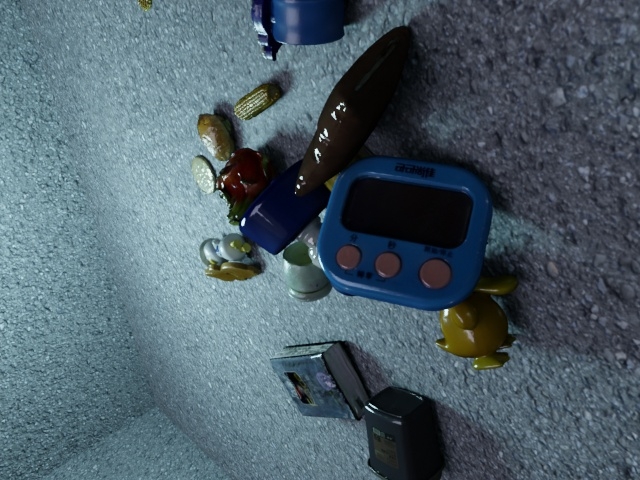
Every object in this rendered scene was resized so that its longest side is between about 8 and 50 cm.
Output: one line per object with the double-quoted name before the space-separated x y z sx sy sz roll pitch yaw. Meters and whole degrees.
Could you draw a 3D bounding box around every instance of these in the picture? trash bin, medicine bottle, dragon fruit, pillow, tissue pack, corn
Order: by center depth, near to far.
"pillow" 0.067 -0.263 1.224 0.108 0.308 0.305 33 142 1
"corn" -0.184 -0.392 1.653 0.207 0.068 0.068 -11 104 56
"trash bin" 0.241 0.595 1.707 0.209 0.182 0.290 10 116 50
"dragon fruit" -0.233 -0.157 1.724 0.200 0.269 0.198 -1 143 47
"medicine bottle" -0.037 0.091 1.734 0.147 0.147 0.143 27 136 40
"tissue pack" -0.003 0.478 1.989 0.361 0.122 0.259 -19 101 54

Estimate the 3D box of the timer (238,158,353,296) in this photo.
"timer" 0.000 0.000 1.566 0.383 0.270 0.270 45 145 1

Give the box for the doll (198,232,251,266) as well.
"doll" -0.357 0.037 2.141 0.138 0.119 0.293 29 158 -31

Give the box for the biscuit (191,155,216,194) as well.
"biscuit" -0.427 -0.238 2.122 0.152 0.020 0.152 31 136 36

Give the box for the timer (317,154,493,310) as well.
"timer" 0.176 -0.018 1.218 0.340 0.309 0.115 11 163 17

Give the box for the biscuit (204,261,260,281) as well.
"biscuit" -0.325 0.111 2.143 0.225 0.166 0.036 -17 59 49

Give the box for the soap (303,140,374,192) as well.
"soap" 0.078 -0.160 1.414 0.233 0.135 0.076 48 144 19

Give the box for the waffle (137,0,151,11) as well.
"waffle" -0.588 -0.804 1.933 0.085 0.016 0.078 12 127 49

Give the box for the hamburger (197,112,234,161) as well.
"hamburger" -0.332 -0.344 1.862 0.102 0.087 0.176 -26 90 58

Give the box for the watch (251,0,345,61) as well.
"watch" -0.039 -0.504 1.301 0.200 0.196 0.171 14 137 22

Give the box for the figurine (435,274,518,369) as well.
"figurine" 0.326 0.153 1.276 0.215 0.215 0.228 13 110 48
